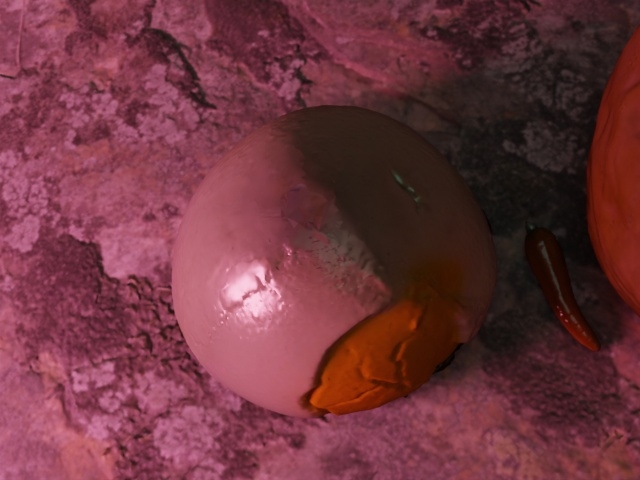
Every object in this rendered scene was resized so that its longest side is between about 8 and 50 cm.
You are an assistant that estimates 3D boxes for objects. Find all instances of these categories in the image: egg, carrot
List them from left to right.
[{"bbox_3d":[0.000,0.000,0.814,0.336,0.201,0.337,-3,70,7],"label":"egg"},{"bbox_3d":[0.233,0.044,0.850,0.035,0.035,0.142,-22,77,2],"label":"carrot"}]

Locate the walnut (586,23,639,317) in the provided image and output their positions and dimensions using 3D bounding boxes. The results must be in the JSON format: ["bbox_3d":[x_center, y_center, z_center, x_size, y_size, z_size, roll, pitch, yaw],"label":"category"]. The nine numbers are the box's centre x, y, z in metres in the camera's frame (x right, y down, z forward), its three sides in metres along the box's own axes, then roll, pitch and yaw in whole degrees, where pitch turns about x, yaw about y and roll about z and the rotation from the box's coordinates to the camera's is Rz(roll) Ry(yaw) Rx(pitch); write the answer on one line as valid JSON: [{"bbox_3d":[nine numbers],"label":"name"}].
[{"bbox_3d":[0.407,-0.069,0.709,0.353,0.308,0.398,24,86,28],"label":"walnut"}]
